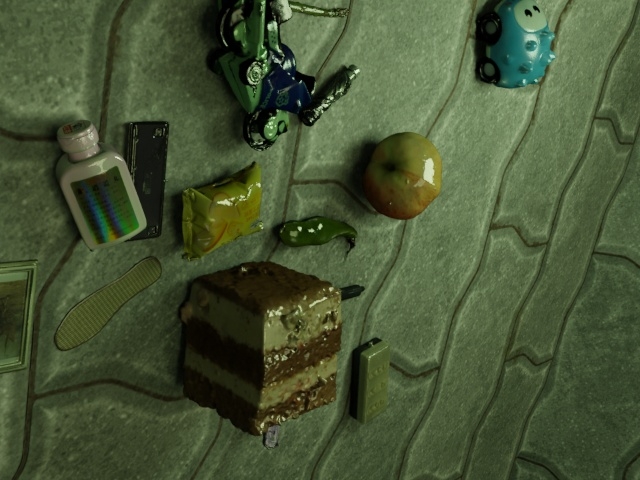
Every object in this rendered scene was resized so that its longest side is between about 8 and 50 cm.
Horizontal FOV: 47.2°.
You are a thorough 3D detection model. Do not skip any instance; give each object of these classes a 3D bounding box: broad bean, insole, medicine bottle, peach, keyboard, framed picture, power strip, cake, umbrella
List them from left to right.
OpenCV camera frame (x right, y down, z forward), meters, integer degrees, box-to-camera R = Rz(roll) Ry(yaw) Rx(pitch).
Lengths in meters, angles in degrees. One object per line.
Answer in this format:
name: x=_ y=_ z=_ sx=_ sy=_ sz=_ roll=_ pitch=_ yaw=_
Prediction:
framed picture: x=-0.596 y=0.142 z=1.193 sx=0.274 sy=0.017 sz=0.217 roll=-7 pitch=115 yaw=-47
medicine bottle: x=-0.385 y=-0.097 z=1.257 sx=0.115 sy=0.078 sz=0.219 roll=-24 pitch=126 yaw=-17
insole: x=-0.405 y=0.118 z=1.408 sx=0.253 sy=0.005 sz=0.086 roll=-43 pitch=136 yaw=-27
keyboard: x=-0.325 y=-0.109 z=1.367 sx=0.093 sy=0.025 sz=0.230 roll=-10 pitch=116 yaw=-44
cake: x=-0.123 y=0.218 z=1.566 sx=0.255 sy=0.282 sz=0.290 roll=-17 pitch=119 yaw=-47
broad bean: x=0.004 y=-0.011 z=1.772 sx=0.318 sy=0.056 sz=0.098 roll=17 pitch=95 yaw=-53
umbrella: x=0.026 y=-0.324 z=1.640 sx=0.188 sy=0.050 sz=0.046 roll=-47 pitch=159 yaw=-22
power strip: x=0.146 y=0.406 z=2.137 sx=0.105 sy=0.070 sz=0.257 roll=-24 pitch=125 yaw=-40
peach: x=0.217 y=-0.154 z=1.825 sx=0.232 sy=0.232 sz=0.232 roll=-25 pitch=126 yaw=-39

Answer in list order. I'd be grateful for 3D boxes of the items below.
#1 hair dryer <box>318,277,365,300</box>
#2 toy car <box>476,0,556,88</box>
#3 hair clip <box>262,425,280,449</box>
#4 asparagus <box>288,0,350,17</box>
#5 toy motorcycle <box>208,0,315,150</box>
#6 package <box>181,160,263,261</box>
hair dryer: x=0.042 y=0.158 z=1.901 sx=0.255 sy=0.070 sz=0.128 roll=-5 pitch=113 yaw=-53
toy car: x=0.553 y=-0.540 z=2.023 sx=0.188 sy=0.190 sz=0.255 roll=-30 pitch=127 yaw=-35
hair clip: x=-0.124 y=0.366 z=1.804 sx=0.137 sy=0.090 sz=0.278 roll=9 pitch=94 yaw=-37
asparagus: x=-0.021 y=-0.482 z=1.525 sx=0.248 sy=0.025 sz=0.024 roll=-10 pitch=73 yaw=-46
toy motorcycle: x=-0.105 y=-0.341 z=1.433 sx=0.196 sy=0.125 sz=0.331 roll=-42 pitch=139 yaw=-29
package: x=-0.196 y=-0.057 z=1.488 sx=0.226 sy=0.090 sz=0.168 roll=-27 pitch=130 yaw=-41
